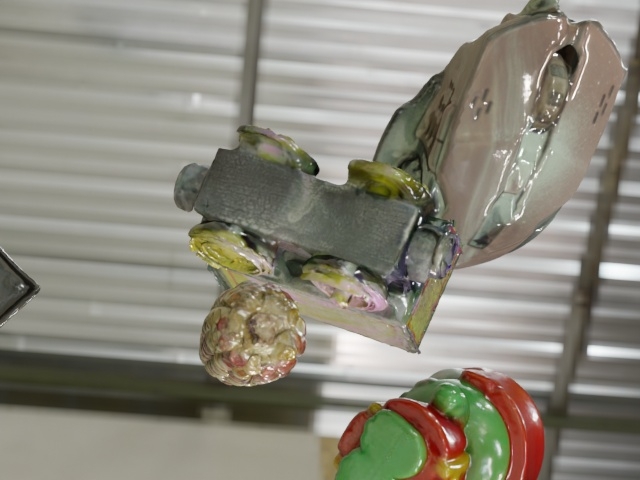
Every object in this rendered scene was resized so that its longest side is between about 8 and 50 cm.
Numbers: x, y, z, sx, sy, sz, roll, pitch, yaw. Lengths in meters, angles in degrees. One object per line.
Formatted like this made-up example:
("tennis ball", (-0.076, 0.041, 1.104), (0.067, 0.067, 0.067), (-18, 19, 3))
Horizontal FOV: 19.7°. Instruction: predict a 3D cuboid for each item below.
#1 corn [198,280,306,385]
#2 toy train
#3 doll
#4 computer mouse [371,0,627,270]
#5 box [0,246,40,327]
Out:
("corn", (-0.057, 0.078, 1.407), (0.237, 0.079, 0.080), (130, -35, -77))
("toy train", (0.000, 0.000, 1.648), (0.134, 0.260, 0.177), (-64, 159, -19))
("doll", (0.142, 0.217, 1.878), (0.183, 0.160, 0.363), (-63, 161, 13))
("computer mouse", (0.184, -0.096, 1.784), (0.389, 0.199, 0.115), (-61, -146, 37))
("box", (-0.473, 0.062, 1.672), (0.345, 0.251, 0.204), (-43, -169, -15))
